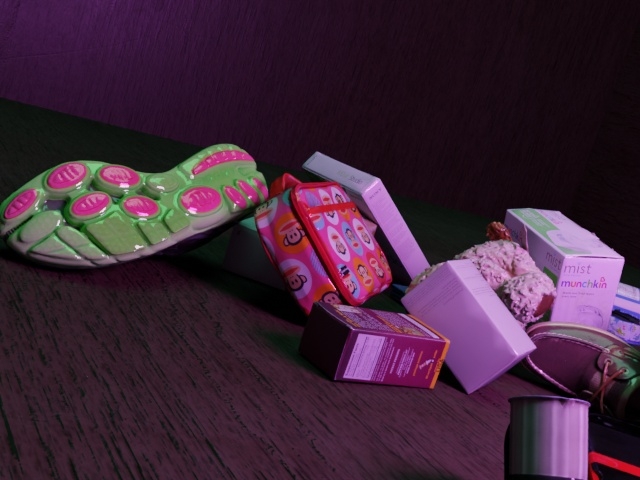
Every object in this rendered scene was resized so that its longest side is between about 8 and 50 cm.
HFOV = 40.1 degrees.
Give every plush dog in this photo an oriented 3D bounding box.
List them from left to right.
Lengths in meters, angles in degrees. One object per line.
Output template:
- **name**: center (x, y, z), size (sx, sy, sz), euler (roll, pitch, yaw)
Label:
- **plush dog**: center (0.258, 0.084, 1.554), size (0.225, 0.211, 0.262), euler (-14, -18, -11)

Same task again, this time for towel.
- **towel**: center (0.205, 0.120, 1.800), size (0.119, 0.029, 0.067), euler (13, 11, -27)

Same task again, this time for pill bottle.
- **pill bottle**: center (0.746, 0.169, 2.184), size (0.221, 0.124, 0.124), euler (19, 10, 2)

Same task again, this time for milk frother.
- **milk frother**: center (0.194, 0.228, 0.891), size (0.143, 0.135, 0.129), euler (15, -21, -27)

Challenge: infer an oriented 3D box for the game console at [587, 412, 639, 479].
- **game console**: center (0.495, 0.341, 1.059), size (0.386, 0.060, 0.342), euler (18, 13, 5)

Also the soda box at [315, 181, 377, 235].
- **soda box**: center (0.028, -0.048, 1.796), size (0.061, 0.058, 0.181), euler (-17, 44, -42)

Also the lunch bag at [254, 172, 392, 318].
- **lunch bag**: center (0.000, 0.000, 1.500), size (0.258, 0.120, 0.293), euler (60, 18, 4)

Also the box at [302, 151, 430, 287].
- **box**: center (0.108, -0.034, 1.888), size (0.232, 0.058, 0.322), euler (30, -22, 52)

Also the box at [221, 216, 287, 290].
- **box**: center (-0.094, 0.021, 1.651), size (0.130, 0.091, 0.170), euler (19, 10, 9)

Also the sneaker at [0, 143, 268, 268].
- **sneaker**: center (-0.295, -0.027, 1.433), size (0.483, 0.202, 0.185), euler (-12, 66, -44)

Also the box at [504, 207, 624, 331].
- **box**: center (0.441, 0.089, 1.665), size (0.126, 0.231, 0.262), euler (2, 21, -12)

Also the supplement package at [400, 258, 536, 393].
- **supplement package**: center (0.230, 0.130, 1.359), size (0.179, 0.105, 0.105), euler (55, 23, 17)

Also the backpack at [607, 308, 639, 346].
- **backpack**: center (0.681, 0.205, 1.986), size (0.105, 0.084, 0.114), euler (9, 8, -36)

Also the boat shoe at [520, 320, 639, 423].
- **boat shoe**: center (0.490, 0.233, 1.433), size (0.342, 0.123, 0.123), euler (25, 10, 8)

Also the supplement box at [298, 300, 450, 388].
- **supplement box**: center (0.078, 0.152, 1.264), size (0.188, 0.081, 0.104), euler (11, 12, -35)
